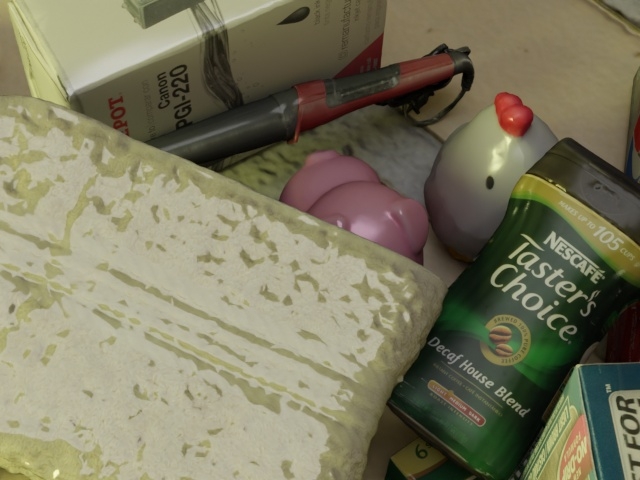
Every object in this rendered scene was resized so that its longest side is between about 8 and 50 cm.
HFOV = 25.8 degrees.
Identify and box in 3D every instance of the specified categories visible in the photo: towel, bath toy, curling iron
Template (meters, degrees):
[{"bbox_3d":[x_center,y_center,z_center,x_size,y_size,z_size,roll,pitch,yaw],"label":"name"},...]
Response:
[{"bbox_3d":[-0.097,0.046,0.722,0.282,0.049,0.187,24,72,5],"label":"towel"},{"bbox_3d":[0.000,0.000,0.838,0.348,0.129,0.151,-17,63,-11],"label":"bath toy"},{"bbox_3d":[-0.015,-0.073,0.885,0.274,0.068,0.035,-19,65,-26],"label":"curling iron"}]

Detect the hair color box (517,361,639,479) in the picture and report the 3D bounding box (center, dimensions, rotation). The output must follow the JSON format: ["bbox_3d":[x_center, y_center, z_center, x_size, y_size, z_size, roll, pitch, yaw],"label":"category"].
[{"bbox_3d":[0.284,0.135,0.701,0.347,0.174,0.105,-2,59,-6],"label":"hair color box"}]

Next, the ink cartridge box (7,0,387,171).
[{"bbox_3d":[-0.072,-0.121,0.884,0.218,0.158,0.092,-25,65,-14],"label":"ink cartridge box"}]

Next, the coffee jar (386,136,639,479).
[{"bbox_3d":[0.115,0.038,0.771,0.096,0.079,0.184,36,84,15],"label":"coffee jar"}]

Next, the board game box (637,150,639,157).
[{"bbox_3d":[0.365,-0.086,0.816,0.232,0.141,0.291,43,55,-4],"label":"board game box"}]

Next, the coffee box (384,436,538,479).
[{"bbox_3d":[0.134,0.168,0.796,0.113,0.040,0.184,-32,66,-18],"label":"coffee box"}]

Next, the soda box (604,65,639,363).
[{"bbox_3d":[0.234,-0.013,0.868,0.083,0.092,0.263,13,61,0],"label":"soda box"}]
